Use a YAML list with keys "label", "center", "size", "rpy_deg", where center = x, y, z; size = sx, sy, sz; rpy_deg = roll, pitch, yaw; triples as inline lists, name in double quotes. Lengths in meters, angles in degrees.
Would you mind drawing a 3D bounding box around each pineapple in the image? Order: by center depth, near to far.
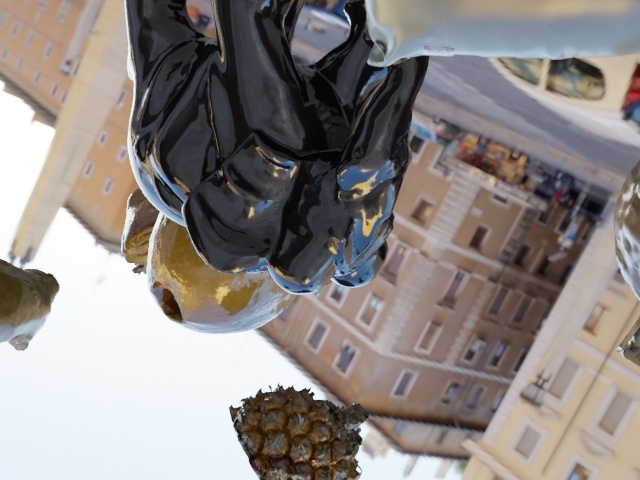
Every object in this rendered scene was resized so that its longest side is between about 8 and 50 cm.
- label: "pineapple"
  center: [-0.005, 0.226, 0.958]
  size: [0.176, 0.137, 0.161]
  rpy_deg: [60, 174, -12]

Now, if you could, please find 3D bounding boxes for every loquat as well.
- label: "loquat"
  center: [-0.106, 0.004, 1.042]
  size: [0.193, 0.238, 0.238]
  rpy_deg: [41, -167, 22]

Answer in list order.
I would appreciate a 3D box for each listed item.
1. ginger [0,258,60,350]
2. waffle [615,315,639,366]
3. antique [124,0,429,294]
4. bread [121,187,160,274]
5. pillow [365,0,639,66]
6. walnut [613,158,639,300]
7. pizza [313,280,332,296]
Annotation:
- label: "ginger"
  center: [-0.390, 0.023, 0.641]
  size: [0.348, 0.122, 0.363]
  rpy_deg: [44, -139, -17]
- label: "waffle"
  center: [0.588, 0.125, 1.024]
  size: [0.376, 0.261, 0.114]
  rpy_deg: [32, -166, 18]
- label: "antique"
  center: [-0.048, -0.103, 0.753]
  size: [0.322, 0.255, 0.185]
  rpy_deg: [19, -164, 40]
- label: "bread"
  center: [-0.256, -0.058, 1.542]
  size: [0.099, 0.235, 0.210]
  rpy_deg: [49, -159, -34]
- label: "pillow"
  center: [0.139, -0.160, 0.421]
  size: [0.254, 0.144, 0.078]
  rpy_deg: [-2, -153, 7]
- label: "walnut"
  center: [0.293, -0.012, 0.514]
  size: [0.228, 0.228, 0.228]
  rpy_deg: [26, -172, -4]
- label: "pizza"
  center: [0.000, 0.000, 1.184]
  size: [0.062, 0.182, 0.161]
  rpy_deg: [28, 153, -22]
